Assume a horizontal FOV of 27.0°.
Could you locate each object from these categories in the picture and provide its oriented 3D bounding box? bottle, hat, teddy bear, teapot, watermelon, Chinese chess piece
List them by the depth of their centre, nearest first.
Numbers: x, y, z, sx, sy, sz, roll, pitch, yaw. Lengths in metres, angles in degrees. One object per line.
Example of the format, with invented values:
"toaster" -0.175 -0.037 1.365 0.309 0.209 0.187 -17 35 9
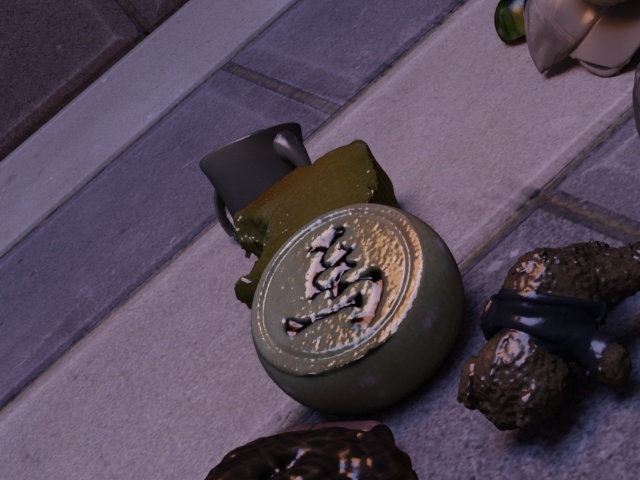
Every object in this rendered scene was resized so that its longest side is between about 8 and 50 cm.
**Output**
"teddy bear" 0.229 0.069 1.288 0.251 0.129 0.182 -48 24 -21
"bottle" 0.015 0.220 1.418 0.140 0.053 0.053 -11 36 46
"Chinese chess piece" 0.040 0.075 1.505 0.250 0.101 0.250 -20 47 23
"hat" 0.379 -0.327 1.764 0.219 0.164 0.226 -43 6 -10
"teapot" -0.083 -0.073 1.977 0.162 0.149 0.239 -19 -7 -43
"watermelon" 0.301 -0.347 1.990 0.105 0.062 0.105 -34 20 14

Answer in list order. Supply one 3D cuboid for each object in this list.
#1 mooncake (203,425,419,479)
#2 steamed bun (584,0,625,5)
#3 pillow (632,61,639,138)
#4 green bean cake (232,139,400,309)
"mooncake" -0.011 0.264 1.227 0.228 0.124 0.228 -14 20 5
"steamed bun" 0.364 -0.406 1.681 0.141 0.155 0.172 15 55 36
"pillow" 0.466 -0.173 1.459 0.255 0.059 0.169 -26 42 24
"green bean cake" 0.000 0.000 1.734 0.233 0.124 0.236 -32 25 12
